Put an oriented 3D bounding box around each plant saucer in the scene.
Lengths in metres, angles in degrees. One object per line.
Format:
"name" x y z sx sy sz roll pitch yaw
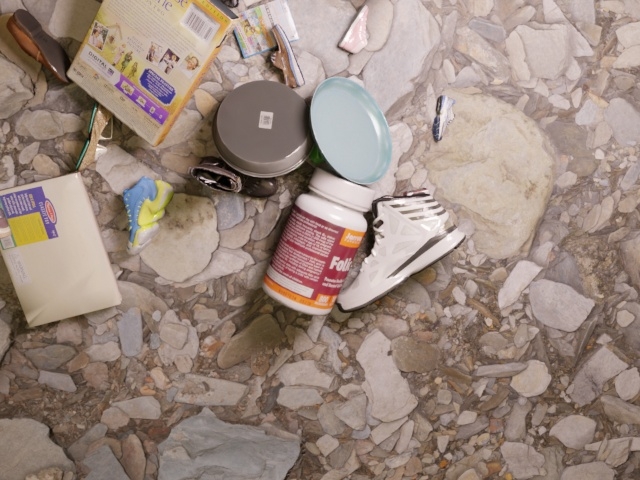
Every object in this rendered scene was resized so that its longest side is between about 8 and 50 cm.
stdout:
"plant saucer" 0.081 -0.304 1.756 0.318 0.044 0.317 16 65 -39

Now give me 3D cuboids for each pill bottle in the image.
"pill bottle" 0.000 0.000 1.812 0.224 0.224 0.392 20 101 -13

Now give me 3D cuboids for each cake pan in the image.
"cake pan" -0.154 -0.317 1.710 0.293 0.054 0.293 1 73 -4

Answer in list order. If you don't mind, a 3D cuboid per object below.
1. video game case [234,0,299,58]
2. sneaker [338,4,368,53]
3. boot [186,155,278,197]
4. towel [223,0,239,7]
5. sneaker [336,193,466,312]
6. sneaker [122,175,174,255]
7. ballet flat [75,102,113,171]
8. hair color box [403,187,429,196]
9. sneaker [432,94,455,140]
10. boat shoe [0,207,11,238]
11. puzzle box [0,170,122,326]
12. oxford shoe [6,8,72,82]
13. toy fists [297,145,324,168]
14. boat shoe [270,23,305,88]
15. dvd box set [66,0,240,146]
"video game case" -0.157 -0.596 1.747 0.166 0.015 0.119 -21 107 -3
"sneaker" 0.114 -0.595 1.771 0.070 0.051 0.134 28 102 -16
"boot" -0.238 -0.161 1.732 0.263 0.229 0.091 15 101 -12
"towel" -0.218 -0.727 1.566 0.121 0.283 0.235 23 98 -12
"sneaker" 0.187 0.016 1.896 0.448 0.169 0.257 -36 88 14
"sneaker" -0.523 -0.079 1.798 0.126 0.091 0.240 32 98 4
"ballet flat" -0.620 -0.280 1.731 0.067 0.073 0.206 16 105 -27
"hair color box" 0.306 -0.086 1.930 0.072 0.043 0.141 -13 105 -3
"sneaker" 0.376 -0.364 1.868 0.058 0.052 0.135 5 104 -14
"boat shoe" -0.975 -0.058 1.692 0.285 0.103 0.092 5 101 13
"puzzle box" -0.764 0.026 1.793 0.272 0.052 0.408 -14 105 -4
"oxford shoe" -0.747 -0.507 1.664 0.076 0.076 0.212 -25 112 30
"toy fists" -0.053 -0.277 1.802 0.279 0.096 0.142 -14 90 -5
"boat shoe" -0.104 -0.509 1.742 0.066 0.066 0.183 -20 115 7
"dvd box set" -0.439 -0.495 1.598 0.308 0.062 0.420 39 118 -3
